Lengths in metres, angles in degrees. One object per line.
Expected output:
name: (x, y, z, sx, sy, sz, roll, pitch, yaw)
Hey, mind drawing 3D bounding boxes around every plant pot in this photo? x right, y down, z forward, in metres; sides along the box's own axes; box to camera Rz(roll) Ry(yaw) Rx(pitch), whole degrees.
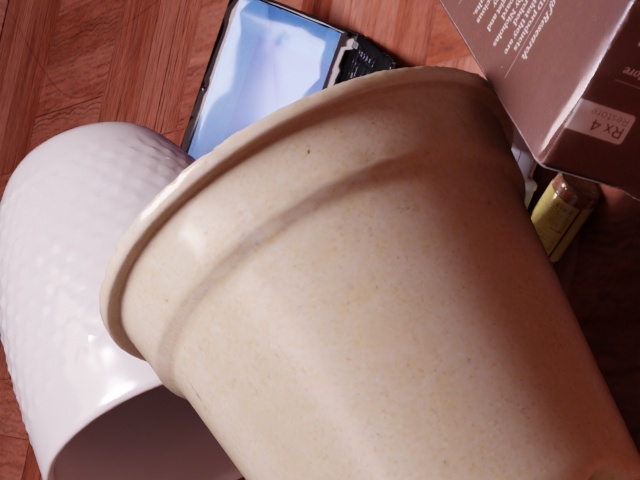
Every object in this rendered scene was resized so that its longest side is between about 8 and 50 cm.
plant pot: (0.059, 0.104, 1.353, 0.334, 0.334, 0.305, -53, 56, 40)

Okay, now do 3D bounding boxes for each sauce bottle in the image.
sauce bottle: (0.176, 0.002, 1.557, 0.128, 0.042, 0.042, -57, 30, 31)

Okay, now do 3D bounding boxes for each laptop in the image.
laptop: (-0.044, -0.112, 1.980, 0.264, 0.136, 0.234, -123, 51, -72)

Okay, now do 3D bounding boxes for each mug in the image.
mug: (-0.172, 0.079, 1.967, 0.276, 0.374, 0.328, -26, 61, 5)

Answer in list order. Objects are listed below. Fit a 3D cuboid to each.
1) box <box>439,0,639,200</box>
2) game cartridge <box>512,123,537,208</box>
box: (0.204, -0.179, 1.416, 0.143, 0.191, 0.381, -62, 28, 27)
game cartridge: (0.097, 0.036, 1.651, 0.198, 0.062, 0.297, -119, 48, -69)
